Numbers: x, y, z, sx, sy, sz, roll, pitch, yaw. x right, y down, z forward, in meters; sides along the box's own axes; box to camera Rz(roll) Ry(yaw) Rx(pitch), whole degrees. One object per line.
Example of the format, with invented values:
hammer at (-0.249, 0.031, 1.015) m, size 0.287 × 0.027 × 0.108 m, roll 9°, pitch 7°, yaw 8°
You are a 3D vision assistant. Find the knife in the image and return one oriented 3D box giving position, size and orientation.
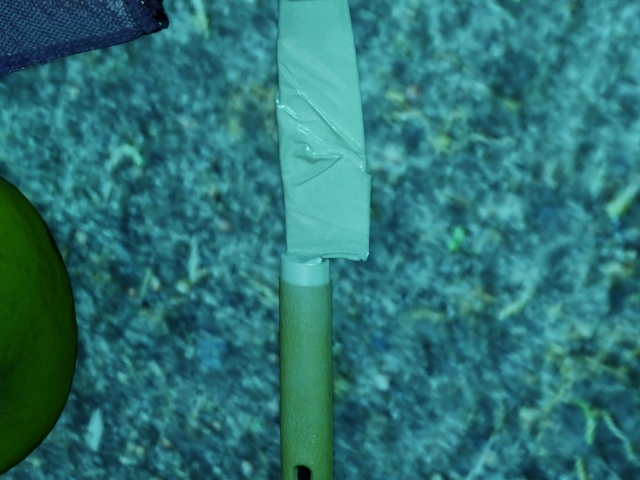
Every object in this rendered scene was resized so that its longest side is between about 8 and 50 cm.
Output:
knife at (0.001, -0.001, 0.852) m, size 0.047 × 0.017 × 0.298 m, roll 10°, pitch 119°, yaw 20°

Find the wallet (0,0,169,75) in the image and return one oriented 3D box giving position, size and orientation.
wallet at (-0.157, -0.127, 0.845) m, size 0.165 × 0.030 × 0.111 m, roll -10°, pitch 113°, yaw 31°

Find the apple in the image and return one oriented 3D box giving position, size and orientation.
apple at (-0.207, 0.036, 0.877) m, size 0.196 × 0.196 × 0.157 m, roll 6°, pitch 89°, yaw 24°
